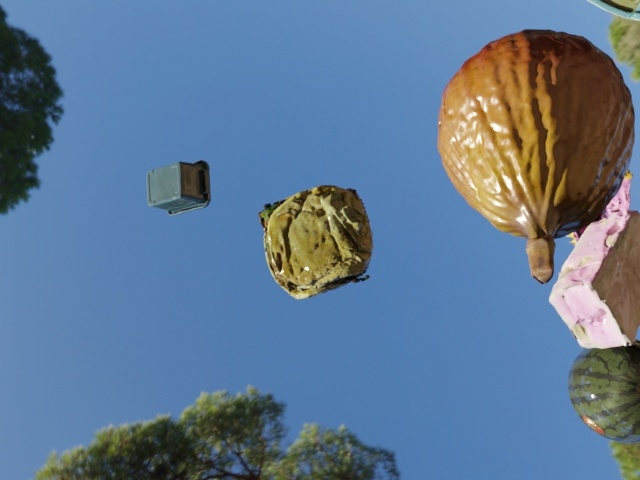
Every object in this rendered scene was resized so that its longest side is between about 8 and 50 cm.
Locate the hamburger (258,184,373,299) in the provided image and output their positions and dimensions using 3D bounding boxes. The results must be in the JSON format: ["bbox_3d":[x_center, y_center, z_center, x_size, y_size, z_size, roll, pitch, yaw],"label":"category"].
[{"bbox_3d":[0.000,0.000,1.136,0.130,0.206,0.183,-20,-86,-68],"label":"hamburger"}]

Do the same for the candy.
[{"bbox_3d":[0.562,0.075,1.258,0.265,0.115,0.156,-44,-75,-35],"label":"candy"}]

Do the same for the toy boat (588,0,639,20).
[{"bbox_3d":[0.597,-0.540,1.291,0.331,0.145,0.133,36,-160,17],"label":"toy boat"}]

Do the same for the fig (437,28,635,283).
[{"bbox_3d":[0.127,-0.055,0.357,0.119,0.119,0.153,22,-162,-9],"label":"fig"}]

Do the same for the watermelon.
[{"bbox_3d":[0.599,0.295,1.283,0.212,0.212,0.212,8,-117,-16],"label":"watermelon"}]

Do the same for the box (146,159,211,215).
[{"bbox_3d":[-0.219,-0.082,0.983,0.054,0.099,0.074,4,-102,-54],"label":"box"}]

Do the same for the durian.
[{"bbox_3d":[0.632,-0.074,1.430,0.153,0.261,0.186,23,-141,40],"label":"durian"}]
